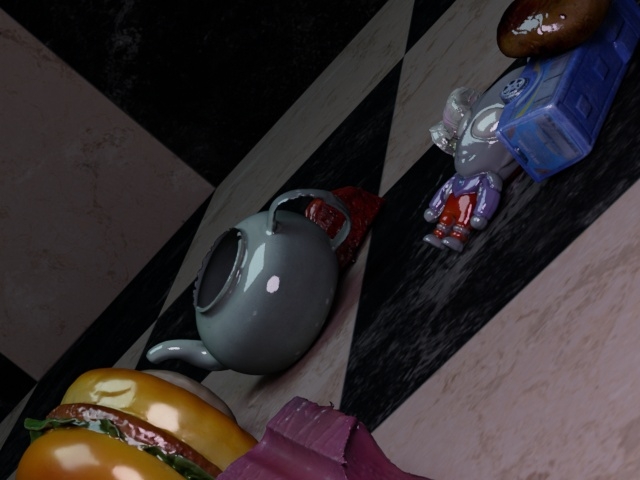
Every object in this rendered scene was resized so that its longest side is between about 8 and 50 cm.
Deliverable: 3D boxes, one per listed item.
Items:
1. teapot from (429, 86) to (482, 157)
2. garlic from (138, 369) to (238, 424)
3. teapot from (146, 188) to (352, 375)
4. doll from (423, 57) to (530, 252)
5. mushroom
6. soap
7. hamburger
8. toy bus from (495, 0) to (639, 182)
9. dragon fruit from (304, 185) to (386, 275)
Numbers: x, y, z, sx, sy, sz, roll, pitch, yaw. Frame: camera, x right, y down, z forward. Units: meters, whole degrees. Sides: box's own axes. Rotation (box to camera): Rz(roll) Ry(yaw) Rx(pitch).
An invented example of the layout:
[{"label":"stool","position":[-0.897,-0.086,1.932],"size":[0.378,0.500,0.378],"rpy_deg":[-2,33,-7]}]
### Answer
[{"label":"teapot","position":[0.161,-0.123,1.760],"size":[0.064,0.064,0.083],"rpy_deg":[-51,39,39]},{"label":"garlic","position":[-0.181,0.279,1.653],"size":[0.196,0.151,0.338],"rpy_deg":[102,-175,-46]},{"label":"teapot","position":[-0.069,0.054,1.789],"size":[0.294,0.129,0.193],"rpy_deg":[-53,26,26]},{"label":"doll","position":[0.170,-0.091,1.559],"size":[0.102,0.075,0.227],"rpy_deg":[14,74,60]},{"label":"mushroom","position":[0.215,-0.215,1.478],"size":[0.123,0.052,0.123],"rpy_deg":[-26,26,14]},{"label":"soap","position":[-0.006,0.213,1.117],"size":[0.182,0.112,0.289],"rpy_deg":[-53,11,-11]},{"label":"hamburger","position":[-0.161,0.236,1.376],"size":[0.246,0.246,0.170],"rpy_deg":[-35,20,54]},{"label":"toy bus","position":[0.242,-0.155,1.494],"size":[0.094,0.079,0.236],"rpy_deg":[-18,30,41]},{"label":"dragon fruit","position":[0.000,0.000,1.927],"size":[0.106,0.083,0.162],"rpy_deg":[-43,15,48]}]
